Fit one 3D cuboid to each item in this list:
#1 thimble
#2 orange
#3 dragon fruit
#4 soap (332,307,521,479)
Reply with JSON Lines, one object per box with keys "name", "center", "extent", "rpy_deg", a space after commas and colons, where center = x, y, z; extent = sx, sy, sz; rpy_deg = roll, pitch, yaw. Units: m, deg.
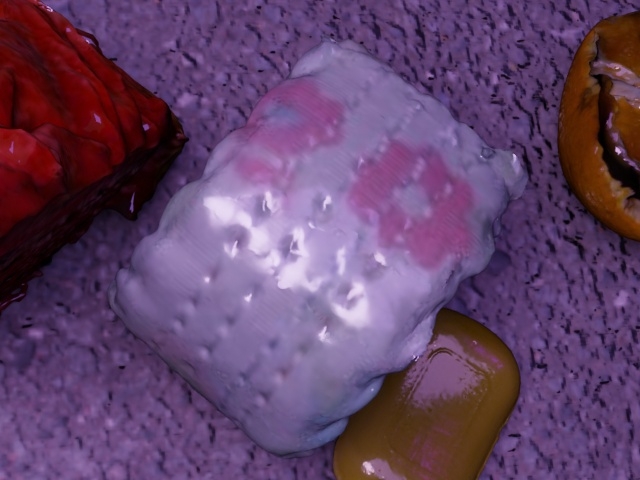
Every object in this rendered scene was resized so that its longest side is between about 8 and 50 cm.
{"name": "thimble", "center": [0.000, 0.000, 0.728], "extent": [0.149, 0.185, 0.211], "rpy_deg": [41, 99, 0]}
{"name": "orange", "center": [0.216, -0.067, 0.863], "extent": [0.170, 0.112, 0.160], "rpy_deg": [-16, 66, -44]}
{"name": "dragon fruit", "center": [-0.185, -0.020, 0.647], "extent": [0.302, 0.330, 0.240], "rpy_deg": [-13, 101, -22]}
{"name": "soap", "center": [0.065, 0.108, 0.798], "extent": [0.089, 0.045, 0.140], "rpy_deg": [35, 66, -8]}
